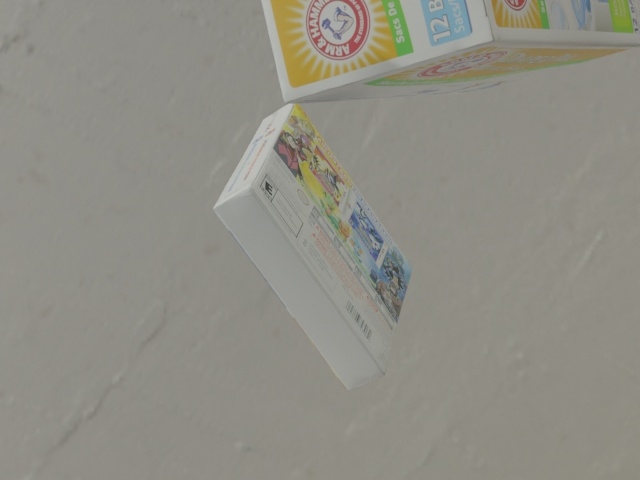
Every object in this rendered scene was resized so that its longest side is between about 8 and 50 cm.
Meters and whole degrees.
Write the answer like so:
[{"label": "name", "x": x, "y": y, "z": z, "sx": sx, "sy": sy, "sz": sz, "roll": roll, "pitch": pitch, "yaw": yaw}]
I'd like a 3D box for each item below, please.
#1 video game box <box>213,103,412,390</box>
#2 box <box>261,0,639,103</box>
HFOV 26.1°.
[{"label": "video game box", "x": 0.000, "y": 0.000, "z": 1.218, "sx": 0.048, "sy": 0.187, "sz": 0.205, "roll": -27, "pitch": -71, "yaw": 26}, {"label": "box", "x": 0.063, "y": -0.131, "z": 0.647, "sx": 0.103, "sy": 0.203, "sz": 0.114, "roll": -13, "pitch": -90, "yaw": 31}]
